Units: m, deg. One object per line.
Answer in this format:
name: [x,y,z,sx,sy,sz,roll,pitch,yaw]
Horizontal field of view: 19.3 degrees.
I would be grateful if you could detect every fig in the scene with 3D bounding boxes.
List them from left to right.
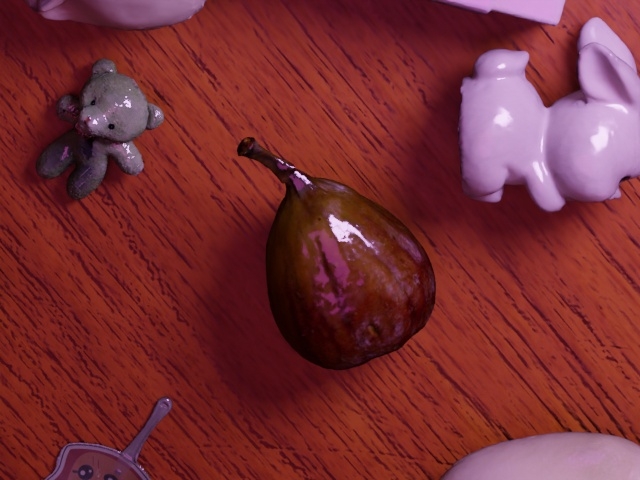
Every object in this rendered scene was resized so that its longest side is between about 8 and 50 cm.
fig: [-0.001,-0.001,1.903,0.170,0.145,0.274,-27,116,11]

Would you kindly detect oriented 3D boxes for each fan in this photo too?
fan: [-0.225,0.258,2.073,0.132,0.009,0.220,35,106,-5]

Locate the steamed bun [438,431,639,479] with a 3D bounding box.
steamed bun: [0.238,0.375,1.947,0.312,0.233,0.334,-11,103,7]

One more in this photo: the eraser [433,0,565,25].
eraser: [0.103,-0.279,1.835,0.287,0.130,0.086,15,103,3]

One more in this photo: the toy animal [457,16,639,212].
toy animal: [0.227,-0.119,1.868,0.193,0.127,0.178,-8,103,10]

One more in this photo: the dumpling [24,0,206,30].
dumpling: [-0.179,-0.304,1.852,0.258,0.147,0.193,-8,64,19]

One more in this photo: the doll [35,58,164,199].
doll: [-0.234,-0.106,1.946,0.115,0.077,0.150,40,117,5]
